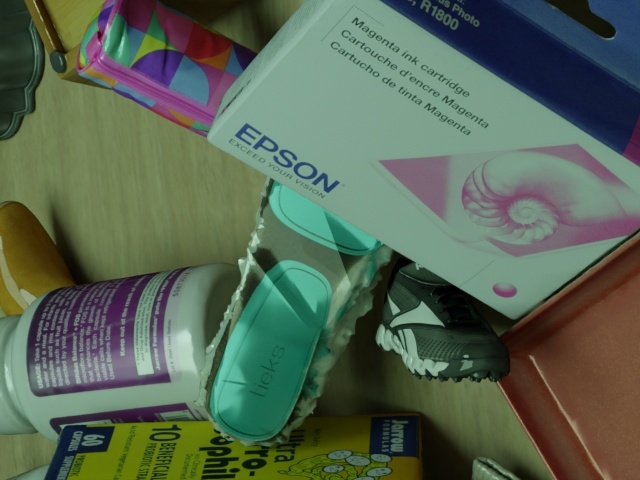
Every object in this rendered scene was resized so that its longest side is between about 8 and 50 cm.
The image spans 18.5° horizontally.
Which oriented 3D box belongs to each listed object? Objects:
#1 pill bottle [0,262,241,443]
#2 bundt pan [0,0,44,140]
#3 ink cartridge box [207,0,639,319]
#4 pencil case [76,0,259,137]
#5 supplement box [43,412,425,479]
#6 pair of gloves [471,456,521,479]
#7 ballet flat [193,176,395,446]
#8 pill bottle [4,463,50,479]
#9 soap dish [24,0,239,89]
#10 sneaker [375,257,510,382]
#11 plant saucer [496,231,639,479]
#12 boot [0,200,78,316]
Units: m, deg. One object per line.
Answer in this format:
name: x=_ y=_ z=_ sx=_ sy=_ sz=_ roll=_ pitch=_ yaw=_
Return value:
pill bottle: x=-0.208 y=0.123 z=2.019 sx=0.301 sy=0.169 sz=0.169 roll=-9 pitch=100 yaw=26
bundt pan: x=-0.461 y=-0.254 z=2.240 sx=0.330 sy=0.124 sz=0.331 roll=20 pitch=120 yaw=40
ink cartridge box: x=0.123 y=-0.101 z=1.571 sx=0.324 sy=0.071 sz=0.330 roll=30 pitch=140 yaw=-14
pencil case: x=-0.109 y=-0.148 z=1.834 sx=0.236 sy=0.104 sz=0.104 roll=27 pitch=138 yaw=-14
supplement box: x=-0.077 y=0.293 z=1.855 sx=0.356 sy=0.194 sz=0.195 roll=-2 pitch=110 yaw=3
pair of gloves: x=0.195 y=0.336 z=1.815 sx=0.240 sy=0.042 sz=0.204 roll=45 pitch=142 yaw=26
ballet flat: x=0.000 y=0.000 z=1.815 sx=0.147 sy=0.147 sz=0.409 roll=39 pitch=111 yaw=30
pill bottle: x=-0.319 y=0.332 z=2.323 sx=0.229 sy=0.131 sz=0.131 roll=-25 pitch=87 yaw=50
soap dish: x=-0.197 y=-0.296 z=1.937 sx=0.291 sy=0.118 sz=0.229 roll=-28 pitch=85 yaw=50
sneaker: x=0.105 y=0.063 z=1.746 sx=0.234 sy=0.078 sz=0.106 roll=-154 pitch=65 yaw=-72
plant saucer: x=0.283 y=0.145 z=1.653 sx=0.259 sy=0.047 sz=0.258 roll=59 pitch=138 yaw=10
boot: x=-0.247 y=0.087 z=2.180 sx=0.211 sy=0.104 sz=0.295 roll=-6 pitch=107 yaw=43
